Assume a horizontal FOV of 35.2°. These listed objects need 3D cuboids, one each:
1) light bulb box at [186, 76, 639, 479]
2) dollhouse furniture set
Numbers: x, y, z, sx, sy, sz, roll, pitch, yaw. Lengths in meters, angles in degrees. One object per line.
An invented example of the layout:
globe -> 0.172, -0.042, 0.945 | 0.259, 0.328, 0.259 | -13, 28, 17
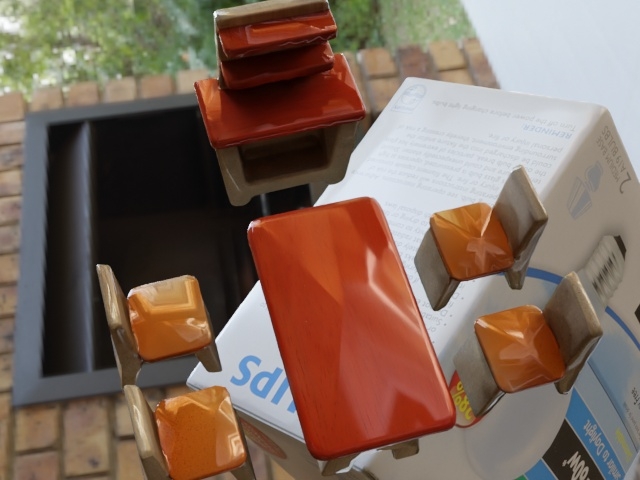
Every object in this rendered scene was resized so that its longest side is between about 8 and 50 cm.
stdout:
light bulb box -> 0.138, 0.107, 0.938 | 0.225, 0.361, 0.358 | 17, 155, 45
dollhouse furniture set -> 0.000, 0.000, 0.587 | 0.135, 0.262, 0.259 | 95, 159, -59
